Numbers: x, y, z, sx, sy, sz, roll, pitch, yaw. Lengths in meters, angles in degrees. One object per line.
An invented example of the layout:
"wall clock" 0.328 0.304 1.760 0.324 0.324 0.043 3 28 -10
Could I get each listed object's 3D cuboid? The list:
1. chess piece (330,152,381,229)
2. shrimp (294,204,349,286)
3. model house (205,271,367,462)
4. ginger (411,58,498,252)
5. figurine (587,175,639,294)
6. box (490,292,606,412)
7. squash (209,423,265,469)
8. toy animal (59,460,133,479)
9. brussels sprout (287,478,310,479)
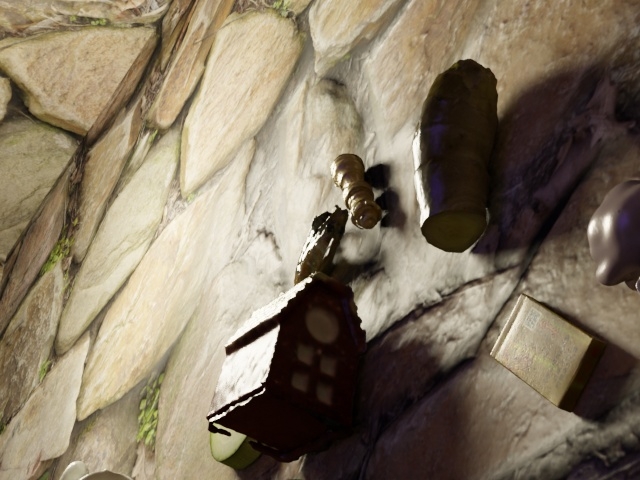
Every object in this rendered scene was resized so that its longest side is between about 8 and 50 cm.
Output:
"chess piece" 0.058 -0.072 1.781 0.060 0.060 0.172 -55 27 24
"shrimp" 0.000 0.000 1.818 0.223 0.048 0.126 121 161 -50
"model house" -0.043 0.169 1.656 0.196 0.160 0.253 -36 37 49
"ginger" 0.180 -0.118 1.520 0.109 0.117 0.262 70 -157 -64
"figurine" 0.333 0.015 1.099 0.137 0.112 0.229 -44 43 31
"box" 0.252 0.123 1.262 0.089 0.022 0.156 -64 25 4
"squash" -0.118 0.269 1.871 0.219 0.041 0.219 -50 25 33
"toy animal" -0.486 0.573 2.149 0.265 0.206 0.271 -39 39 40
"brussels sprout" -0.030 0.375 1.579 0.085 0.058 0.085 -29 18 10
